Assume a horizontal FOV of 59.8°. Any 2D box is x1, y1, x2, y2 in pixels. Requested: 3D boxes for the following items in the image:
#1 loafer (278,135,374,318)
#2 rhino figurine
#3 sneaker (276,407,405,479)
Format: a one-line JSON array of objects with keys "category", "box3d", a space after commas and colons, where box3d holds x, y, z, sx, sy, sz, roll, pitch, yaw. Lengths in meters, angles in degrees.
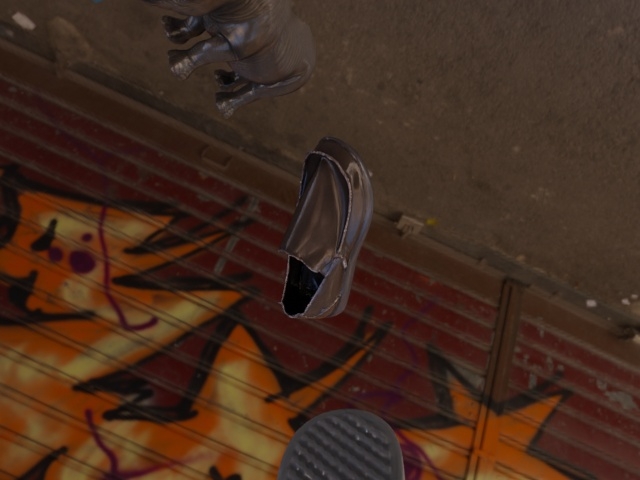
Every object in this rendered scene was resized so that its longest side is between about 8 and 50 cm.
[{"category": "loafer", "box3d": [0.000, 0.000, 0.995, 0.133, 0.130, 0.366, 25, 122, 36]}, {"category": "rhino figurine", "box3d": [-0.069, -0.169, 0.432, 0.106, 0.073, 0.243, -21, 171, 9]}, {"category": "sneaker", "box3d": [0.013, 0.288, 0.357, 0.135, 0.366, 0.150, -5, 116, 18]}]
